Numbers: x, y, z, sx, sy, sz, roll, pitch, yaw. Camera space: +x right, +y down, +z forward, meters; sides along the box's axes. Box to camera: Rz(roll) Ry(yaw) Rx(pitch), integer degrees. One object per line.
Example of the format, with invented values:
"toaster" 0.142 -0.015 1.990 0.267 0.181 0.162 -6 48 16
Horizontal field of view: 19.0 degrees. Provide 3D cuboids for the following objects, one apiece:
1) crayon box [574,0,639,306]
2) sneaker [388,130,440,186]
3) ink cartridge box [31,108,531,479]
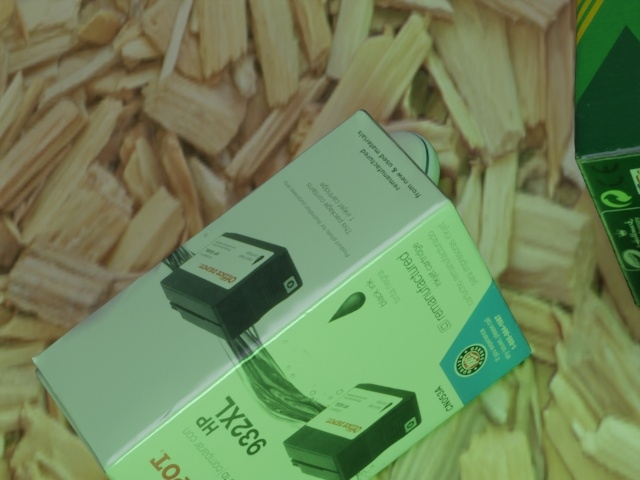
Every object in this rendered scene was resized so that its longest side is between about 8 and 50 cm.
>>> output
"crayon box" 0.257 -0.135 1.471 0.081 0.202 0.318 -7 54 20
"sneaker" 0.000 0.000 1.560 0.094 0.091 0.258 30 73 36
"ink cartridge box" -0.022 0.087 1.425 0.307 0.223 0.129 -37 51 -4
